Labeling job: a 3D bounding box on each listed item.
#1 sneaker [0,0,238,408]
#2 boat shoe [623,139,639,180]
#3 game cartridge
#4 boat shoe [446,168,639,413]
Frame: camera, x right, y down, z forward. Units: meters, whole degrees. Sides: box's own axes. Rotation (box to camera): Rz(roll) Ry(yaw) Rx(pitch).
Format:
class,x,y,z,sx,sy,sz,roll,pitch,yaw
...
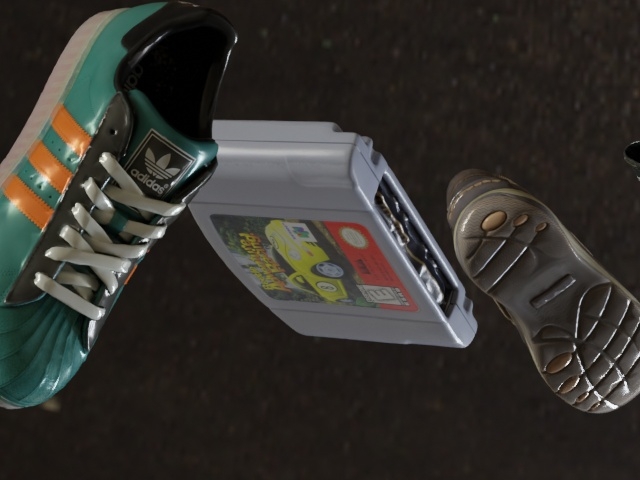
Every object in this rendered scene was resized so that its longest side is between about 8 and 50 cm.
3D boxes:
class,x,y,z,sx,sy,sz,roll,pitch,yaw
sneaker,-0.143,-0.034,1.276,0.108,0.302,0.121,34,152,-34
boat shoe,0.326,-0.076,1.844,0.040,0.049,0.142,44,170,-10
game cartridge,0.000,0.000,1.694,0.196,0.060,0.294,7,150,32
boat shoe,0.246,0.044,2.058,0.132,0.130,0.355,-31,128,8
